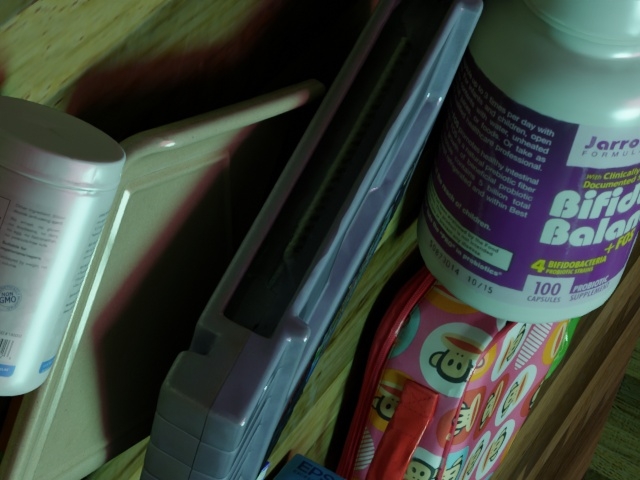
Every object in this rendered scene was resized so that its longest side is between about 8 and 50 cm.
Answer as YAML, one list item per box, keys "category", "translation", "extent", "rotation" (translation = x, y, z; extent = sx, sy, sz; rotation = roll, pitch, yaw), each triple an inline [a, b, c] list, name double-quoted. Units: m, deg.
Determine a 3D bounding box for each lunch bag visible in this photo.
- category: "lunch bag"
  translation: [0.104, 0.139, 1.699]
  extent: [0.258, 0.120, 0.293]
  rotation: [-46, 157, -47]

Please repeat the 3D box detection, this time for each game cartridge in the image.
- category: "game cartridge"
  translation: [0.000, 0.000, 1.128]
  extent: [0.230, 0.068, 0.355]
  rotation: [102, 14, -59]

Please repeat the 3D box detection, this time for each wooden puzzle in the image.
- category: "wooden puzzle"
  translation: [-0.094, 0.026, 1.026]
  extent: [0.239, 0.044, 0.221]
  rotation: [-64, 166, 19]

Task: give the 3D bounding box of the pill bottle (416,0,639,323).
- category: "pill bottle"
  translation: [0.179, -0.096, 1.476]
  extent: [0.169, 0.169, 0.302]
  rotation: [-48, 158, -44]

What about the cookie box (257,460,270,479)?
- category: "cookie box"
  translation: [-0.083, 0.200, 1.332]
  extent: [0.092, 0.040, 0.107]
  rotation: [-34, 148, -63]

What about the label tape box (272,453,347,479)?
- category: "label tape box"
  translation: [0.029, 0.371, 1.582]
  extent: [0.115, 0.249, 0.348]
  rotation: [-47, 157, -47]

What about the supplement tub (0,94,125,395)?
- category: "supplement tub"
  translation: [-0.128, 0.002, 0.808]
  extent: [0.107, 0.071, 0.071]
  rotation: [-68, 164, 14]

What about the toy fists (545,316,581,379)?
- category: "toy fists"
  translation: [0.199, 0.051, 1.930]
  extent: [0.279, 0.096, 0.142]
  rotation: [54, 53, -71]
